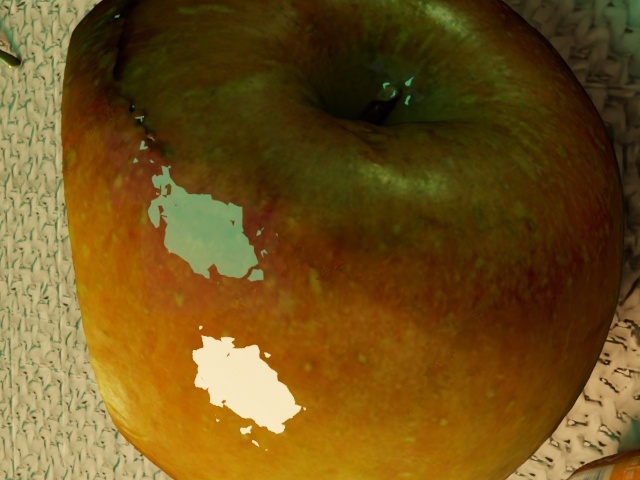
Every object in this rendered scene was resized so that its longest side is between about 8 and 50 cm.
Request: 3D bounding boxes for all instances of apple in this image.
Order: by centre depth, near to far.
[{"bbox_3d":[0.000,0.000,1.158,0.384,0.374,0.374,43,127,20],"label":"apple"}]

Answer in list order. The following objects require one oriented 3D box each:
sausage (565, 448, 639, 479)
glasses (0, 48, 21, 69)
[{"bbox_3d":[0.228,0.159,1.124,0.234,0.071,0.071,-19,81,49],"label":"sausage"},{"bbox_3d":[-0.357,-0.249,1.780,0.239,0.102,0.207,9,130,48],"label":"glasses"}]
